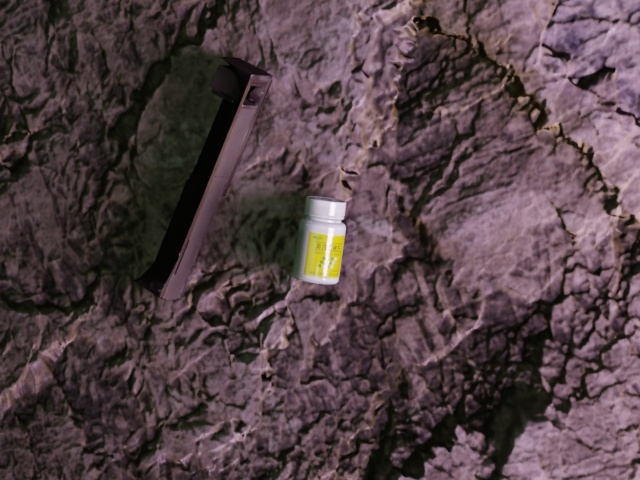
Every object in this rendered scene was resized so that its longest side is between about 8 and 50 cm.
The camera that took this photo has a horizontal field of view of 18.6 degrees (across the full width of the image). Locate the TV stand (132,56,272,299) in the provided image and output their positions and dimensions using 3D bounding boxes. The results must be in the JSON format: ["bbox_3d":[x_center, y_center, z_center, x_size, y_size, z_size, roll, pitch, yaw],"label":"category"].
[{"bbox_3d":[-0.124,-0.062,1.998,0.049,0.040,0.256,31,107,26],"label":"TV stand"}]

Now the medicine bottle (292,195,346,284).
[{"bbox_3d":[0.000,0.000,1.923,0.047,0.047,0.083,12,99,30],"label":"medicine bottle"}]
